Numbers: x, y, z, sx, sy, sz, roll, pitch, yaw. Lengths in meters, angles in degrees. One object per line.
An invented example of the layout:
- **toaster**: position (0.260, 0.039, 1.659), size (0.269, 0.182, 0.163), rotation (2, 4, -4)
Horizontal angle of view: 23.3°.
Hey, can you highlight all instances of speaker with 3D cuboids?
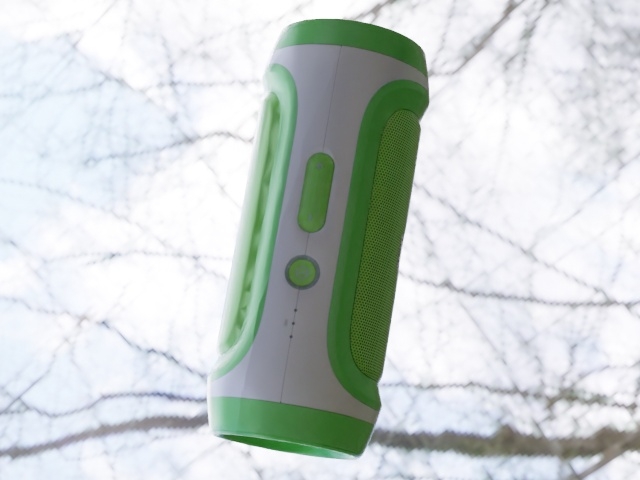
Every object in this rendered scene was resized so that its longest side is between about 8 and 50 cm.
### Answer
- **speaker**: position (0.000, 0.000, 1.101), size (0.131, 0.131, 0.296), rotation (20, -105, -40)
